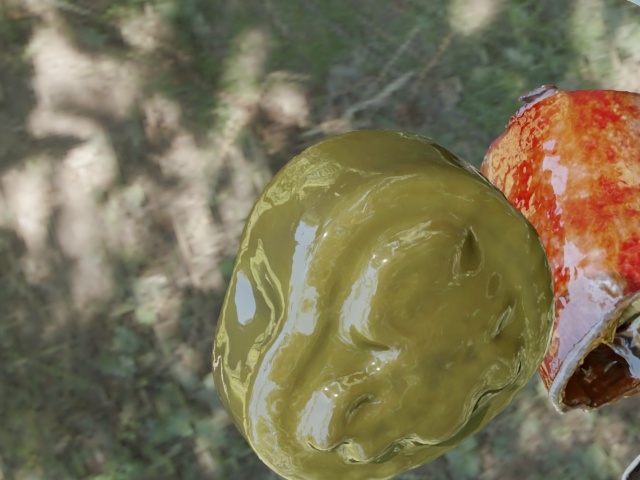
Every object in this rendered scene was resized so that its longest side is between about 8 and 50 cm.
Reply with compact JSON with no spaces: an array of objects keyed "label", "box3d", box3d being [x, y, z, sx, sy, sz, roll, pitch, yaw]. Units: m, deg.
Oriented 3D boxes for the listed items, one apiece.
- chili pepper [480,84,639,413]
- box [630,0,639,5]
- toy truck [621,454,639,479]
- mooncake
[{"label":"chili pepper","box3d":[0.309,0.011,1.838,0.251,0.229,0.305,-45,44,34]},{"label":"box","box3d":[0.328,-0.302,1.764,0.245,0.035,0.139,29,145,15]},{"label":"toy truck","box3d":[0.184,0.158,0.568,0.101,0.125,0.242,-51,30,33]},{"label":"mooncake","box3d":[0.051,0.051,1.127,0.117,0.235,0.234,46,131,52]}]
